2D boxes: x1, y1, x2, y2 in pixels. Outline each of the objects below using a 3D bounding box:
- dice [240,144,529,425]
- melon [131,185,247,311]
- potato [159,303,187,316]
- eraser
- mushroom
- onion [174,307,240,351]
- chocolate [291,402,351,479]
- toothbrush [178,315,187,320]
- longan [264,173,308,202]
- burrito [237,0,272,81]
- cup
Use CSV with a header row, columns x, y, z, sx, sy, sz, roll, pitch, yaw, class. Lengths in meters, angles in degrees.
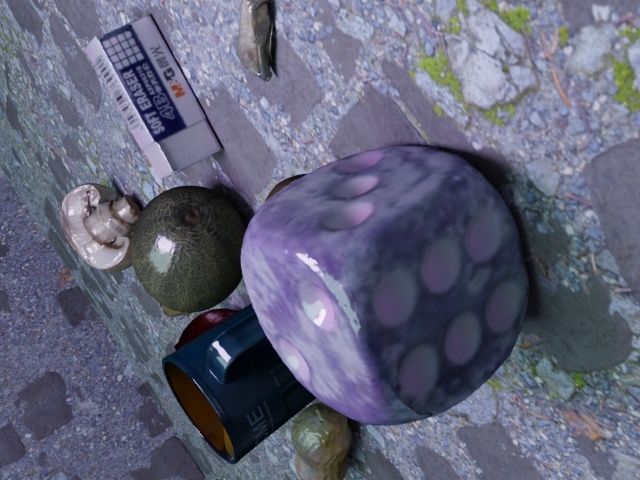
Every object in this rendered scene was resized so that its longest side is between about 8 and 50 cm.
x,y,z,sx,sy,sz,roll,pitch,yaw,class
0.079,0.050,1.037,0.271,0.270,0.270,15,132,54,dice
-0.264,0.021,1.643,0.237,0.237,0.301,49,156,16,melon
-0.308,0.081,1.924,0.117,0.182,0.202,-3,103,19,potato
-0.313,-0.268,1.534,0.086,0.130,0.287,-12,107,59,eraser
-0.561,-0.045,2.192,0.253,0.195,0.189,55,-172,3,mushroom
-0.227,0.310,1.907,0.314,0.232,0.314,17,115,39,onion
0.000,0.458,1.796,0.134,0.134,0.309,44,151,26,chocolate
-0.433,0.092,2.267,0.030,0.030,0.304,19,132,52,toothbrush
-0.009,-0.014,1.242,0.187,0.167,0.167,48,153,15,longan
-0.097,-0.306,1.207,0.055,0.041,0.149,31,146,20,burrito
-0.129,0.227,1.576,0.242,0.292,0.308,26,140,47,cup
